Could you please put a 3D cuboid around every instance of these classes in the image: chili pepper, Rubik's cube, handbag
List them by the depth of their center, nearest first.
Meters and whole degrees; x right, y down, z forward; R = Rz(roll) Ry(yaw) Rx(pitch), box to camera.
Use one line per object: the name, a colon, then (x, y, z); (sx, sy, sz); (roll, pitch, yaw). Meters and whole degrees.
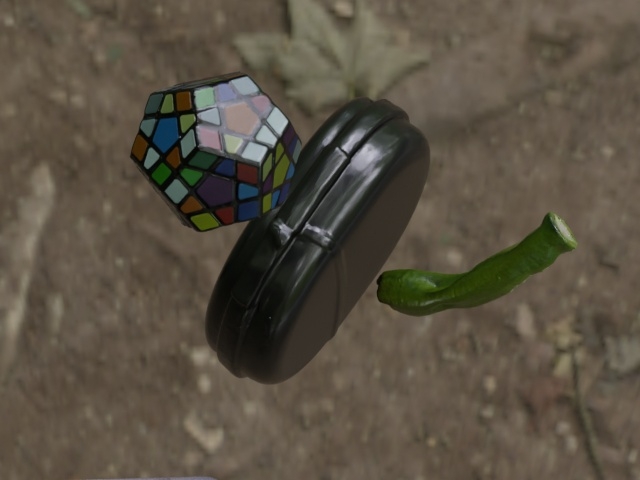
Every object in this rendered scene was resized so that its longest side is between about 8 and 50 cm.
Rubik's cube: (-0.080, -0.069, 1.372); (0.112, 0.133, 0.133); (17, 37, -44)
chili pepper: (0.134, 0.029, 1.549); (0.202, 0.050, 0.052); (-22, 28, 36)
handbag: (0.001, 0.001, 1.727); (0.093, 0.254, 0.308); (32, 71, 12)

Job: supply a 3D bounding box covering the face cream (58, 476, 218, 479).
face cream: (-0.151, 0.211, 1.294); (0.274, 0.154, 0.096); (10, 71, -17)
